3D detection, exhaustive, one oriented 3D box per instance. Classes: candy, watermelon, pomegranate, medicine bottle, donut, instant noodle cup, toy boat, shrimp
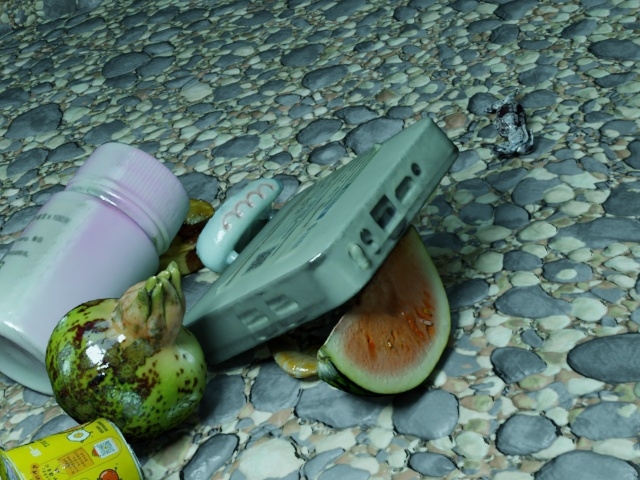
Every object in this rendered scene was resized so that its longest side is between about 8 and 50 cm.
[{"bbox_3d":[0.358,-0.226,1.938,0.094,0.051,0.226,-10,33,15],"label":"candy"},{"bbox_3d":[0.080,0.131,1.463,0.128,0.159,0.303,-25,20,45],"label":"watermelon"},{"bbox_3d":[-0.269,0.147,1.444,0.222,0.276,0.204,5,11,-32],"label":"pomegranate"},{"bbox_3d":[-0.389,0.040,1.643,0.219,0.219,0.388,8,54,32],"label":"medicine bottle"},{"bbox_3d":[-0.258,-0.003,1.848,0.166,0.073,0.184,-28,36,-15],"label":"donut"},{"bbox_3d":[-0.317,0.321,1.312,0.144,0.182,0.182,-24,33,-28],"label":"instant noodle cup"},{"bbox_3d":[-0.126,-0.018,1.768,0.079,0.134,0.208,32,50,21],"label":"toy boat"},{"bbox_3d":[-0.030,0.159,1.536,0.095,0.045,0.162,-26,28,-12],"label":"shrimp"}]

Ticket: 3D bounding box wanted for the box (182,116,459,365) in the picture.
[{"bbox_3d":[0.000,0.001,1.556,0.397,0.111,0.396,-28,17,47],"label":"box"}]
